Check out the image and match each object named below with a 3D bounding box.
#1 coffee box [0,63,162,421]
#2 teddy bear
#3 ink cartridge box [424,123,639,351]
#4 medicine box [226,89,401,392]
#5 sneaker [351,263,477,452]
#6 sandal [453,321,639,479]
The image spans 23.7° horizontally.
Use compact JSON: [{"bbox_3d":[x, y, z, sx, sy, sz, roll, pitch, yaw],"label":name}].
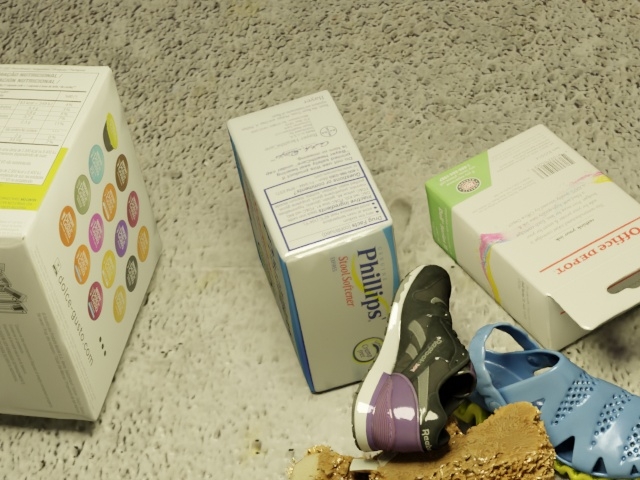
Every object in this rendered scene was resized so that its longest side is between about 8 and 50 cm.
[{"bbox_3d":[-0.439,-0.006,1.997,0.338,0.337,0.334,3,44,14],"label":"coffee box"},{"bbox_3d":[0.115,0.300,1.805,0.338,0.113,0.245,-23,34,-6],"label":"teddy bear"},{"bbox_3d":[0.323,0.012,2.032,0.207,0.119,0.353,-27,46,-17],"label":"ink cartridge box"},{"bbox_3d":[0.000,0.000,2.002,0.149,0.263,0.289,-17,44,-6],"label":"medicine box"},{"bbox_3d":[0.140,0.147,1.842,0.124,0.107,0.283,2,46,23],"label":"sneaker"},{"bbox_3d":[0.288,0.194,1.846,0.317,0.138,0.126,19,49,24],"label":"sandal"}]
